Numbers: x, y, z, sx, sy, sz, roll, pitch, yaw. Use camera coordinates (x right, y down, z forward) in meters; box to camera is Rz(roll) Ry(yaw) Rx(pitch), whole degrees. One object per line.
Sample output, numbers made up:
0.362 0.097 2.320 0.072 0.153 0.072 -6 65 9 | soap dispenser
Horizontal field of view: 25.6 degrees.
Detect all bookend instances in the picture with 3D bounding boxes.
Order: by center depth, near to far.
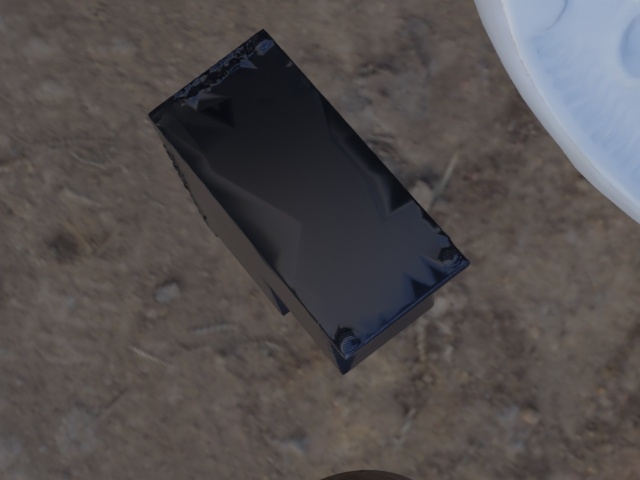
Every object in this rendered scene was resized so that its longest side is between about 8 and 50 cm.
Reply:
0.000 0.000 0.717 0.072 0.157 0.156 -37 160 -7 | bookend

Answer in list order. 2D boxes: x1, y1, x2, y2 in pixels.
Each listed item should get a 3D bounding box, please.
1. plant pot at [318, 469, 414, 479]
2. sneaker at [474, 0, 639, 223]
0.065 0.306 1.065 0.215 0.230 0.215 -1 95 -17 | plant pot
0.141 -0.090 0.498 0.323 0.236 0.130 20 112 -31 | sneaker
